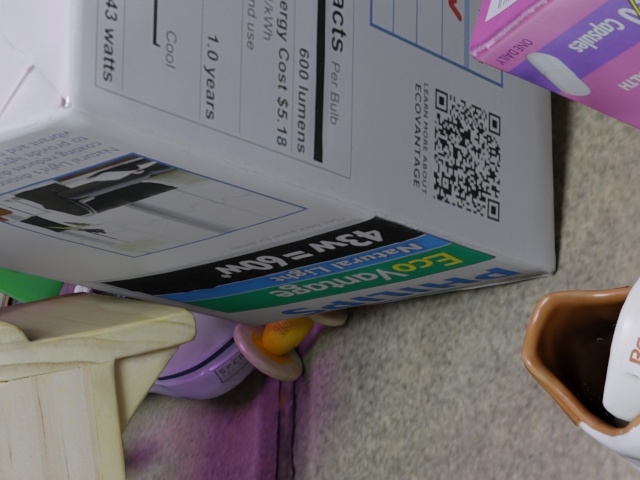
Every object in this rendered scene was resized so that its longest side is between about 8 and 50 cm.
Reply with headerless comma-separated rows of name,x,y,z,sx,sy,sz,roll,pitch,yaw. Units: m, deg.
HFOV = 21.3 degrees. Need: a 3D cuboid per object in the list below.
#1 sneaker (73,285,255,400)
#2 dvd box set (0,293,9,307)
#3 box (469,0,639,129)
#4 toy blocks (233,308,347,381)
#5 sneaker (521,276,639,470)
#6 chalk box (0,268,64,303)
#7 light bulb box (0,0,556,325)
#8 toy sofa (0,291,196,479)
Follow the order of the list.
sneaker,-0.138,0.057,1.213,0.258,0.091,0.094,-9,29,50
dvd box set,-0.413,0.218,1.598,0.307,0.062,0.420,-33,40,43
box,0.209,-0.096,0.567,0.213,0.243,0.117,148,141,-68
toy blocks,0.000,0.000,1.090,0.148,0.054,0.123,-52,31,21
sneaker,0.183,0.068,0.653,0.290,0.123,0.106,2,67,58
chalk box,-0.188,-0.088,1.351,0.289,0.180,0.179,-58,28,8
light bulb box,-0.066,-0.163,0.895,0.225,0.361,0.358,-12,71,38
toy sofa,-0.154,0.212,0.881,0.150,0.177,0.363,5,103,60
